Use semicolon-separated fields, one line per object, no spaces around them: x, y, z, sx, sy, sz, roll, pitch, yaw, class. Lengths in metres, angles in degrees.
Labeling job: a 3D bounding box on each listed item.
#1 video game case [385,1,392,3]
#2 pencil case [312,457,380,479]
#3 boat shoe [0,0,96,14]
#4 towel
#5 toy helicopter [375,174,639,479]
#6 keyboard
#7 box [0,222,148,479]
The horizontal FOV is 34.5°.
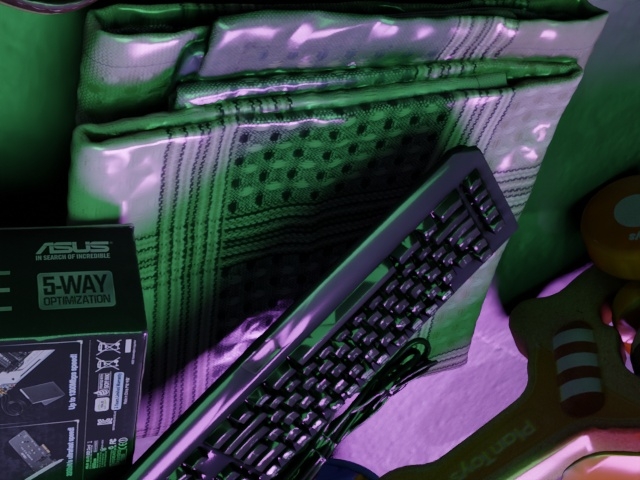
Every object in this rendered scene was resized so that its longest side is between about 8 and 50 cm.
-0.020;-0.062;0.623;0.166;0.015;0.119;-23;130;-9;video game case
0.024;0.312;0.847;0.133;0.119;0.306;-2;130;11;pencil case
-0.189;-0.193;0.364;0.123;0.123;0.342;-35;131;8;boat shoe
0.000;0.000;0.625;0.312;0.056;0.324;-7;134;-23;towel
0.186;0.130;0.710;0.355;0.235;0.140;-34;132;-4;toy helicopter
0.001;0.094;0.618;0.317;0.033;0.201;-44;153;-1;keyboard
-0.228;0.126;0.564;0.243;0.076;0.307;-2;136;-16;box
